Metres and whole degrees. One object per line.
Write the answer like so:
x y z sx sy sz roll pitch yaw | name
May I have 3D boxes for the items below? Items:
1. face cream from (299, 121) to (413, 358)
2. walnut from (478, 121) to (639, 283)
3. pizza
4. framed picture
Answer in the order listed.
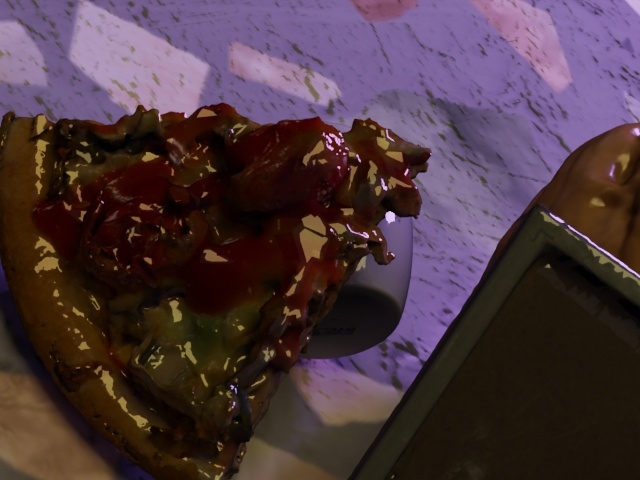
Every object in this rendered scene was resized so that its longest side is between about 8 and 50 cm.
0.000 0.000 0.795 0.091 0.091 0.095 13 49 -27 | face cream
0.164 0.044 0.779 0.195 0.195 0.222 31 49 -6 | walnut
-0.045 -0.011 0.724 0.193 0.053 0.201 -35 67 -12 | pizza
0.147 0.168 0.649 0.315 0.232 0.024 35 -7 -2 | framed picture
